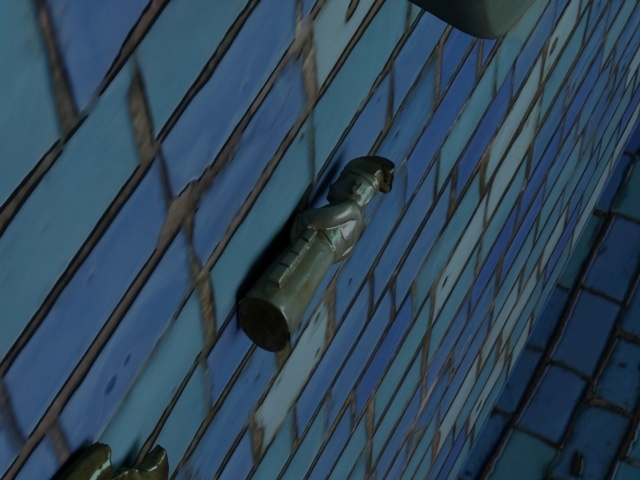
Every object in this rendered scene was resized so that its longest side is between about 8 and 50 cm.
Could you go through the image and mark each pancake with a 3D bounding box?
[{"bbox_3d":[-0.184,0.245,1.230,0.212,0.029,0.235,-67,163,6],"label":"pancake"}]

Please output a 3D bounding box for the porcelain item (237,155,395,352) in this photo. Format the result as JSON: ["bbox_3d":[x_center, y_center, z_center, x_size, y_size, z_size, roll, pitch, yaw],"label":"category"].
[{"bbox_3d":[0.000,0.000,1.447,0.213,0.054,0.084,-55,164,-34],"label":"porcelain item"}]

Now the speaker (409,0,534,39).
[{"bbox_3d":[0.146,-0.338,1.052,0.406,0.184,0.183,-53,165,-2],"label":"speaker"}]
